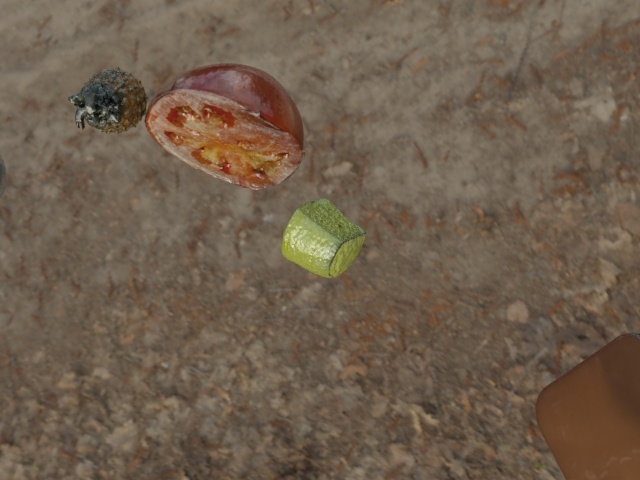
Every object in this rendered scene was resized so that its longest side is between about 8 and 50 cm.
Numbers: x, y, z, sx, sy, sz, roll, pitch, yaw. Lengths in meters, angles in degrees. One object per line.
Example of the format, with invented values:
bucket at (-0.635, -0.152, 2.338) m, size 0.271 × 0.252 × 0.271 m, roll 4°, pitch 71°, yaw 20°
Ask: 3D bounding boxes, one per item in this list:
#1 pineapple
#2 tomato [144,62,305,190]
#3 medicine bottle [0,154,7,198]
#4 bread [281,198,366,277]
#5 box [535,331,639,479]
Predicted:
pineapple at (-0.333, -0.212, 1.511) m, size 0.108 × 0.197 × 0.108 m, roll 1°, pitch 100°, yaw 5°
tomato at (-0.173, -0.246, 1.921) m, size 0.338 × 0.338 × 0.143 m, roll -1°, pitch 60°, yaw 33°
medicine bottle at (-0.592, -0.100, 1.523) m, size 0.135 × 0.215 × 0.135 m, roll 1°, pitch 94°, yaw 10°
bread at (0.000, 0.000, 1.653) m, size 0.114 × 0.129 × 0.111 m, roll 32°, pitch 122°, yaw 22°
box at (0.484, 0.282, 1.241) m, size 0.239 × 0.229 × 0.339 m, roll -53°, pitch 55°, yaw 49°
